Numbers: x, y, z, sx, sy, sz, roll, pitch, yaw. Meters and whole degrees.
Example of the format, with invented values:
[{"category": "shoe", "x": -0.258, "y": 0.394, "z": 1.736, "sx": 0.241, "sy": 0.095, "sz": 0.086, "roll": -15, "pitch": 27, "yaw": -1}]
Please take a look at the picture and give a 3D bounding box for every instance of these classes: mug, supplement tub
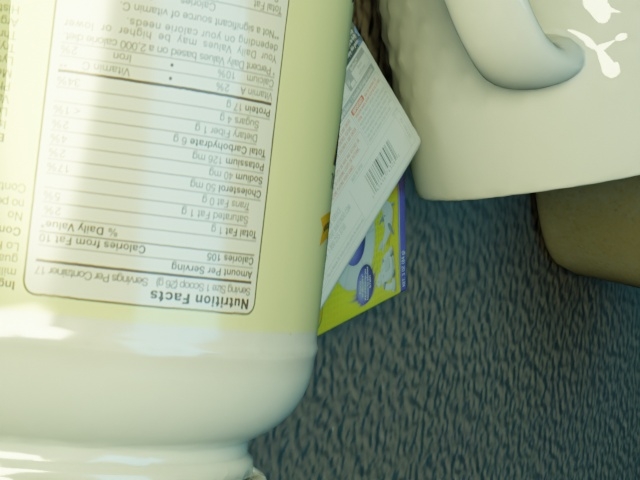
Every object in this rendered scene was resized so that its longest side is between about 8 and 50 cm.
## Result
[{"category": "mug", "x": 0.145, "y": -0.205, "z": 1.164, "sx": 0.374, "sy": 0.276, "sz": 0.328, "roll": -24, "pitch": 103, "yaw": -64}, {"category": "supplement tub", "x": -0.108, "y": -0.044, "z": 0.759, "sx": 0.235, "sy": 0.235, "sz": 0.324, "roll": 6, "pitch": 91, "yaw": -63}]

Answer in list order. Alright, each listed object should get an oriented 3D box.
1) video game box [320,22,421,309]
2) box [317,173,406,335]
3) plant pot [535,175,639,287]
[{"category": "video game box", "x": -0.036, "y": -0.063, "z": 1.053, "sx": 0.187, "sy": 0.048, "sz": 0.205, "roll": 60, "pitch": 42, "yaw": -29}, {"category": "box", "x": 0.000, "y": 0.000, "z": 1.190, "sx": 0.179, "sy": 0.043, "sz": 0.105, "roll": -23, "pitch": 115, "yaw": -58}, {"category": "plant pot", "x": 0.358, "y": -0.068, "z": 1.581, "sx": 0.334, "sy": 0.306, "sz": 0.333, "roll": -22, "pitch": 115, "yaw": -60}]
